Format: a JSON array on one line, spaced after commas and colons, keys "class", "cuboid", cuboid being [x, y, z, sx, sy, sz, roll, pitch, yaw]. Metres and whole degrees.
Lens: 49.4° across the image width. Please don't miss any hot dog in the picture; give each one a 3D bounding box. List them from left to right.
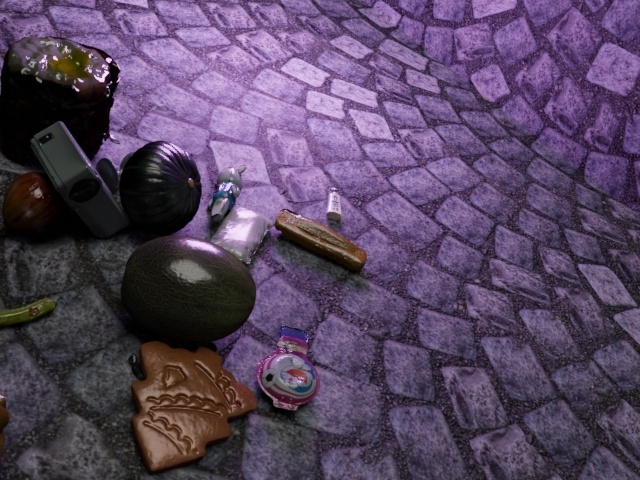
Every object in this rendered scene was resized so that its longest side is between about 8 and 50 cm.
[{"class": "hot dog", "cuboid": [0.000, 0.001, 1.994, 0.289, 0.068, 0.083, 29, 62, -3]}]

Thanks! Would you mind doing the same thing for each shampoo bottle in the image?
[{"class": "shampoo bottle", "cuboid": [0.043, -0.118, 2.174, 0.049, 0.034, 0.141, 11, 40, -7]}]

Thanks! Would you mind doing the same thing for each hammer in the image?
[{"class": "hammer", "cuboid": [-0.321, 0.268, 1.554, 0.201, 0.021, 0.078, -11, 52, -36]}]

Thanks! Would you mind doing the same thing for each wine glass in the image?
[{"class": "wine glass", "cuboid": [-0.492, -0.199, 1.917, 0.103, 0.103, 0.231, 43, 39, 20]}]

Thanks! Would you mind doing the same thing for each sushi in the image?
[{"class": "sushi", "cuboid": [-0.692, -0.369, 1.846, 0.281, 0.294, 0.299, 26, 38, 5]}]

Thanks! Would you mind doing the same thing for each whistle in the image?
[{"class": "whistle", "cuboid": [-0.267, -0.131, 1.974, 0.077, 0.114, 0.236, 53, 26, -31]}]

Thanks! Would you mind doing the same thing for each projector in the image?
[{"class": "projector", "cuboid": [-0.582, -0.137, 1.686, 0.099, 0.257, 0.192, -35, 62, -12]}]

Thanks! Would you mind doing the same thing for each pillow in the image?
[{"class": "pillow", "cuboid": [-0.216, -0.018, 1.907, 0.128, 0.051, 0.229, 27, 37, -1]}]

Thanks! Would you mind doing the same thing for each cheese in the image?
[{"class": "cheese", "cuboid": [-0.071, 0.293, 1.631, 0.155, 0.062, 0.244, 17, 39, -8]}]

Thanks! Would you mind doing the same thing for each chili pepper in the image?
[{"class": "chili pepper", "cuboid": [-0.659, 0.158, 1.477, 0.208, 0.043, 0.049, -9, 63, -35]}]

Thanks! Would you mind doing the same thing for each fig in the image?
[{"class": "fig", "cuboid": [-0.682, -0.067, 1.646, 0.149, 0.148, 0.202, 12, 71, 21]}]

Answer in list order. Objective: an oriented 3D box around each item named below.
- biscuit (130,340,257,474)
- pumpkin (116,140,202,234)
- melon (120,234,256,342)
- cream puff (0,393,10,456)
[{"class": "biscuit", "cuboid": [-0.283, 0.348, 1.451, 0.284, 0.043, 0.306, 28, 43, -7]}, {"class": "pumpkin", "cuboid": [-0.421, -0.135, 1.783, 0.216, 0.250, 0.250, 5, 40, 4]}, {"class": "melon", "cuboid": [-0.293, 0.111, 1.571, 0.301, 0.237, 0.237, 15, 40, -16]}, {"class": "cream puff", "cuboid": [-0.653, 0.290, 1.123, 0.378, 0.378, 0.275, 44, 42, 21]}]
